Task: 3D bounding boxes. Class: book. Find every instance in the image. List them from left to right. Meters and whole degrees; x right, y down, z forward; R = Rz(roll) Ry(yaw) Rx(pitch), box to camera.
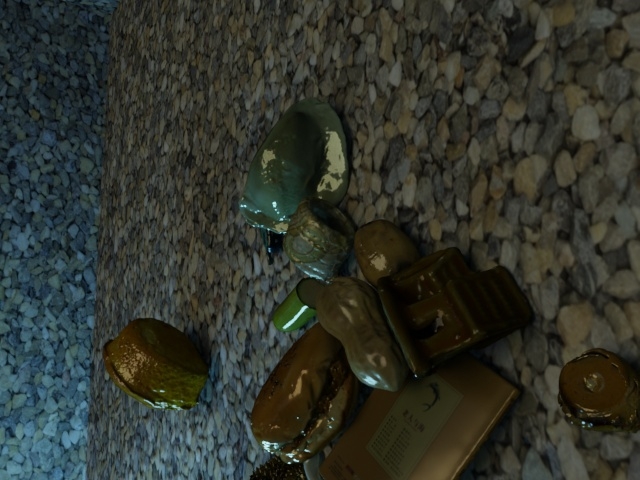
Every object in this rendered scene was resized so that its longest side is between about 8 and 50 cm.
[{"bbox_3d":[0.172,0.368,1.182,0.388,0.032,0.269,-55,39,2],"label":"book"}]

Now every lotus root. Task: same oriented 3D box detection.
[{"bbox_3d":[0.147,0.043,1.321,0.220,0.118,0.125,59,144,38],"label":"lotus root"}]

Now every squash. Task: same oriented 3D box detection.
[{"bbox_3d":[-0.062,0.178,1.609,0.188,0.095,0.095,-47,48,45],"label":"squash"}]

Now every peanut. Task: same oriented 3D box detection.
[{"bbox_3d":[0.087,0.183,1.265,0.149,0.149,0.313,-61,36,27],"label":"peanut"}]

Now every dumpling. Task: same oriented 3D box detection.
[{"bbox_3d":[-0.085,-0.184,1.601,0.270,0.212,0.320,61,142,36],"label":"dumpling"}]

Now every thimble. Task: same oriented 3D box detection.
[{"bbox_3d":[0.000,0.000,1.511,0.190,0.138,0.143,52,126,32],"label":"thimble"}]

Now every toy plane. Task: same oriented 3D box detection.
[{"bbox_3d":[-0.149,-0.051,1.798,0.096,0.060,0.234,142,122,-61],"label":"toy plane"}]

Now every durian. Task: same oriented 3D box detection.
[{"bbox_3d":[-0.095,0.621,1.528,0.237,0.138,0.193,-61,41,25],"label":"durian"}]

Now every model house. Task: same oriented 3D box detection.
[{"bbox_3d":[0.237,0.111,1.135,0.239,0.173,0.268,-28,53,8],"label":"model house"}]

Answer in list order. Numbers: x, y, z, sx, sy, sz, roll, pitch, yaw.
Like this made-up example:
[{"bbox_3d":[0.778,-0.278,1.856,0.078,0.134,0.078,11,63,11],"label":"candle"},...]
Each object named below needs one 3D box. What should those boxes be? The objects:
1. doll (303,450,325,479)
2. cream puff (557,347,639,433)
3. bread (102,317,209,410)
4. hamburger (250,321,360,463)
[{"bbox_3d":[0.034,0.626,1.374,0.252,0.111,0.237,36,125,46],"label":"doll"},{"bbox_3d":[0.421,0.229,0.914,0.133,0.104,0.119,26,73,46],"label":"cream puff"},{"bbox_3d":[-0.532,0.404,2.043,0.204,0.337,0.358,-53,42,0],"label":"bread"},{"bbox_3d":[-0.027,0.335,1.397,0.304,0.174,0.284,-51,8,24],"label":"hamburger"}]
